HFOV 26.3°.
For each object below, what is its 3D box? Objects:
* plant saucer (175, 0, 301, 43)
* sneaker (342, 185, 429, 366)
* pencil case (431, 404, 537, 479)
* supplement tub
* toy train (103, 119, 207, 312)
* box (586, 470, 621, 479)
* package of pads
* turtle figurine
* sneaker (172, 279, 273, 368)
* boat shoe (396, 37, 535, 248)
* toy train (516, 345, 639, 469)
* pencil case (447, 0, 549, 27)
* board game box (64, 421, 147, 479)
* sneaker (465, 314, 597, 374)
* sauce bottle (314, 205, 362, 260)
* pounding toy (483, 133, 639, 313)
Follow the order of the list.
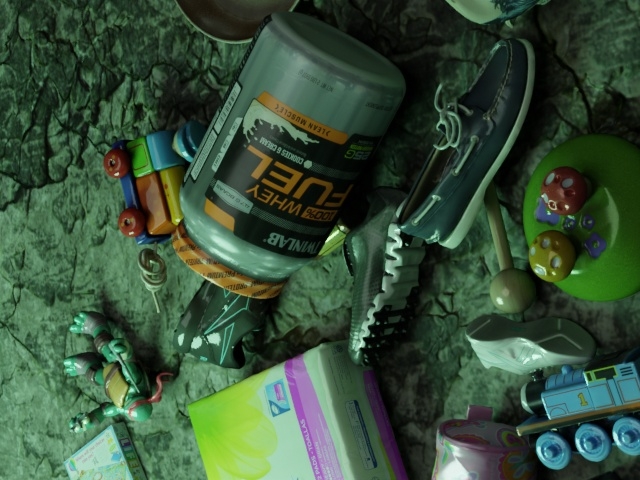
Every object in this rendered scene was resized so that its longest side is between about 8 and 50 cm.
[{"bbox_3d":[-0.097,-0.414,1.795,0.310,0.050,0.310,7,101,44],"label":"plant saucer"},{"bbox_3d":[0.070,0.037,1.679,0.106,0.078,0.234,31,112,40],"label":"sneaker"},{"bbox_3d":[0.179,0.341,1.587,0.124,0.124,0.284,14,105,42],"label":"pencil case"},{"bbox_3d":[-0.046,-0.100,1.659,0.193,0.193,0.316,41,113,33],"label":"supplement tub"},{"bbox_3d":[-0.200,-0.037,1.920,0.143,0.105,0.248,-19,82,30],"label":"toy train"},{"bbox_3d":[0.317,0.368,1.478,0.180,0.077,0.147,47,125,29],"label":"box"},{"bbox_3d":[-0.030,0.278,1.788,0.296,0.101,0.229,-28,75,43],"label":"package of pads"},{"bbox_3d":[-0.311,0.211,2.042,0.175,0.118,0.234,-61,39,13],"label":"turtle figurine"},{"bbox_3d":[-0.103,0.055,1.852,0.106,0.101,0.267,30,113,7],"label":"sneaker"},{"bbox_3d":[0.161,-0.114,1.542,0.095,0.079,0.254,-109,39,-60],"label":"boat shoe"},{"bbox_3d":[0.293,0.178,1.469,0.184,0.080,0.105,-19,89,40],"label":"toy train"},{"bbox_3d":[0.301,-0.325,1.348,0.410,0.183,0.160,-6,63,44],"label":"pencil case"},{"bbox_3d":[-0.337,0.363,2.149,0.154,0.026,0.103,-38,69,40],"label":"board game box"},{"bbox_3d":[0.241,0.121,1.545,0.152,0.054,0.061,5,134,33],"label":"sneaker"},{"bbox_3d":[0.000,0.000,1.761,0.128,0.042,0.042,-35,71,39],"label":"sauce bottle"},{"bbox_3d":[0.249,-0.014,1.470,0.237,0.110,0.183,-17,84,44],"label":"pounding toy"}]
